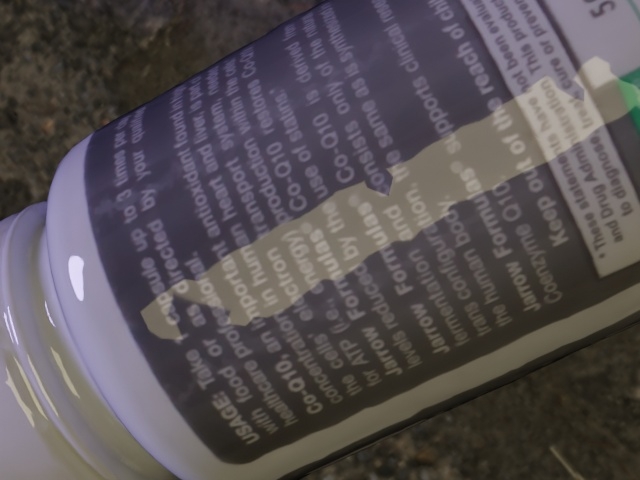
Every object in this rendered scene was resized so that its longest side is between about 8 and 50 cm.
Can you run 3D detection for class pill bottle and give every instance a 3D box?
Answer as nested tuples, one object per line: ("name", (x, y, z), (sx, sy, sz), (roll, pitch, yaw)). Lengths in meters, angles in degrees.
("pill bottle", (0.000, 0.000, 0.417), (0.361, 0.204, 0.204), (-27, 91, 10))
